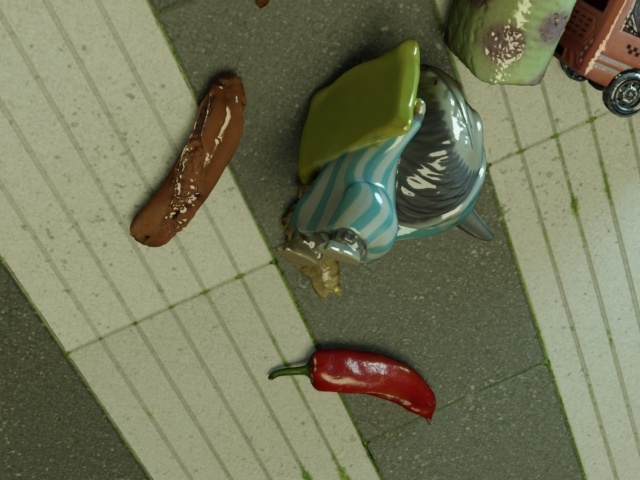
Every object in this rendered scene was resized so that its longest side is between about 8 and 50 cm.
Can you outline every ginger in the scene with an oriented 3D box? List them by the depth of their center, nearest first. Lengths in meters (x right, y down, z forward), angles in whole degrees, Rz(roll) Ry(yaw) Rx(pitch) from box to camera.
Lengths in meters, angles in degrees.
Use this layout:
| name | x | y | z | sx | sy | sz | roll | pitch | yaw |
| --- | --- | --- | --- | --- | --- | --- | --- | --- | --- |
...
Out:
| name | x | y | z | sx | sy | sz | roll | pitch | yaw |
| --- | --- | --- | --- | --- | --- | --- | --- | --- | --- |
| ginger | -0.004 | -0.003 | 1.923 | 0.137 | 0.074 | 0.213 | 28 | 131 | 14 |

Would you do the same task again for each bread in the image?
| name | x | y | z | sx | sy | sz | roll | pitch | yaw |
| --- | --- | --- | --- | --- | --- | --- | --- | --- | --- |
| bread | 0.305 | -0.411 | 1.685 | 0.155 | 0.187 | 0.338 | 4 | 123 | -25 |

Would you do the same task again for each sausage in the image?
| name | x | y | z | sx | sy | sz | roll | pitch | yaw |
| --- | --- | --- | --- | --- | --- | --- | --- | --- | --- |
| sausage | -0.199 | -0.115 | 1.798 | 0.087 | 0.079 | 0.326 | 33 | 111 | -4 |

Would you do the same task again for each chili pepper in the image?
| name | x | y | z | sx | sy | sz | roll | pitch | yaw |
| --- | --- | --- | --- | --- | --- | --- | --- | --- | --- |
| chili pepper | 0.094 | 0.272 | 2.135 | 0.368 | 0.092 | 0.137 | 20 | 126 | -24 |

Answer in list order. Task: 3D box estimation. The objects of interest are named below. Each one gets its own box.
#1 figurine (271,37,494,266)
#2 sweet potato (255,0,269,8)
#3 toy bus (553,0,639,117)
| name | x | y | z | sx | sy | sz | roll | pitch | yaw |
| --- | --- | --- | --- | --- | --- | --- | --- | --- | --- |
| figurine | 0.159 | -0.068 | 1.770 | 0.378 | 0.266 | 0.361 | 31 | 70 | -30 |
| sweet potato | -0.026 | -0.443 | 1.647 | 0.255 | 0.058 | 0.078 | -44 | 144 | 19 |
| toy bus | 0.580 | -0.300 | 1.831 | 0.427 | 0.203 | 0.233 | 16 | 112 | -22 |
